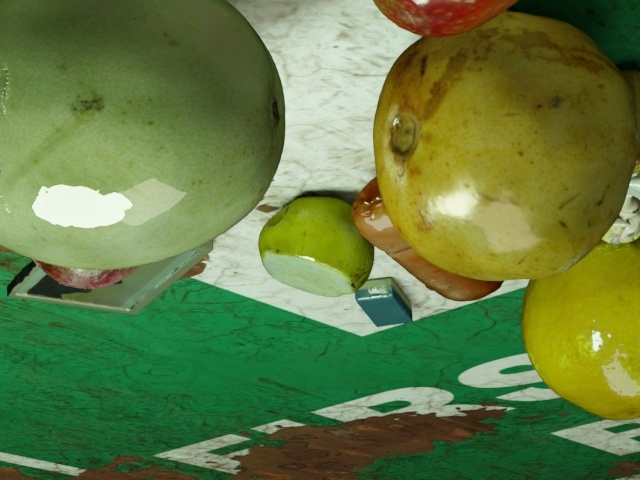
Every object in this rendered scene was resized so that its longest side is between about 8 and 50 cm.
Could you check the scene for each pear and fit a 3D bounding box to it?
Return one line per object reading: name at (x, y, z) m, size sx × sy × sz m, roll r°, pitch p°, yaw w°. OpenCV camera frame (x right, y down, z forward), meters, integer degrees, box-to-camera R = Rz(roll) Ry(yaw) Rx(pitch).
pear at (0.000, 0.000, 1.938) m, size 0.141 × 0.104 × 0.141 m, roll 20°, pitch 158°, yaw 8°

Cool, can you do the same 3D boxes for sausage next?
sausage at (0.133, -0.007, 1.950) m, size 0.097 × 0.094 × 0.348 m, roll -25°, pitch 151°, yaw 16°

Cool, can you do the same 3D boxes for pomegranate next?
pomegranate at (0.182, -0.087, 1.537) m, size 0.264 × 0.264 × 0.264 m, roll -3°, pitch 158°, yaw -1°

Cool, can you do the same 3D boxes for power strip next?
power strip at (0.088, 0.085, 2.252) m, size 0.056 × 0.032 × 0.123 m, roll -9°, pitch 157°, yaw 14°

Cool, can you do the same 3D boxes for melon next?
melon at (-0.196, -0.110, 1.411) m, size 0.330 × 0.268 × 0.268 m, roll -1°, pitch 160°, yaw 16°

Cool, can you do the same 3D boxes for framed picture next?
framed picture at (-0.280, 0.037, 2.106) m, size 0.192 × 0.018 × 0.265 m, roll 9°, pitch 155°, yaw -26°

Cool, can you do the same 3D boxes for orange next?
orange at (0.392, 0.107, 2.060) m, size 0.279 × 0.235 × 0.279 m, roll -14°, pitch 176°, yaw -1°

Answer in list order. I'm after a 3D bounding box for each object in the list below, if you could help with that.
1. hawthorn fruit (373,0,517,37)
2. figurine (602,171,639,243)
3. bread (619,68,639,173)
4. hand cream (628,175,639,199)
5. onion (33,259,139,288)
hawthorn fruit at (0.114, -0.257, 1.235) m, size 0.200 × 0.179 × 0.179 m, roll -28°, pitch 154°, yaw 5°
figurine at (0.351, -0.046, 1.917) m, size 0.083 × 0.083 × 0.187 m, roll -5°, pitch 164°, yaw 4°
bread at (0.259, -0.102, 1.690) m, size 0.200 × 0.116 × 0.077 m, roll -16°, pitch 158°, yaw 29°
hand cream at (0.428, -0.045, 1.631) m, size 0.248 × 0.083 × 0.133 m, roll -4°, pitch 159°, yaw 44°
onion at (-0.263, -0.024, 1.792) m, size 0.159 × 0.159 × 0.195 m, roll 7°, pitch 179°, yaw -23°
